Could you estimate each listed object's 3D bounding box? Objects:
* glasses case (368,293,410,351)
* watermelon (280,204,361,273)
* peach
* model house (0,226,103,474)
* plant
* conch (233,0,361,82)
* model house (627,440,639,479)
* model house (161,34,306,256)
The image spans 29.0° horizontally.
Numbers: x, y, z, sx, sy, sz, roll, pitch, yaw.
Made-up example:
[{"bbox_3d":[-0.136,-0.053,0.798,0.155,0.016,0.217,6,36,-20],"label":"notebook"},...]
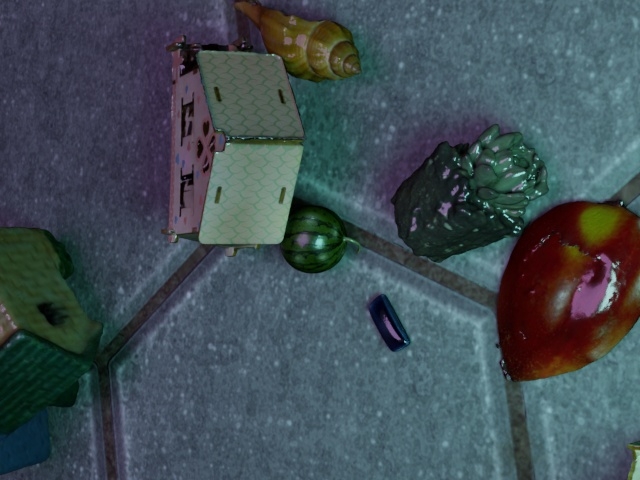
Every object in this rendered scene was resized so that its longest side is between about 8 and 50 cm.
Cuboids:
[{"bbox_3d":[0.093,0.116,1.723,0.033,0.023,0.083,-40,64,27],"label":"glasses case"},{"bbox_3d":[-0.007,-0.002,1.762,0.109,0.109,0.109,-3,85,38],"label":"watermelon"},{"bbox_3d":[0.294,0.068,1.543,0.189,0.068,0.279,44,113,35],"label":"peach"},{"bbox_3d":[-0.547,0.214,2.058,0.382,0.334,0.343,-42,74,23],"label":"model house"},{"bbox_3d":[0.192,-0.059,1.588,0.194,0.132,0.129,-34,62,34],"label":"plant"},{"bbox_3d":[-0.043,-0.290,1.813,0.330,0.109,0.093,27,111,47],"label":"conch"},{"bbox_3d":[0.416,0.314,1.364,0.178,0.271,0.206,-3,49,39],"label":"model house"},{"bbox_3d":[-0.113,-0.143,1.750,0.244,0.169,0.326,174,98,-68],"label":"model house"}]
